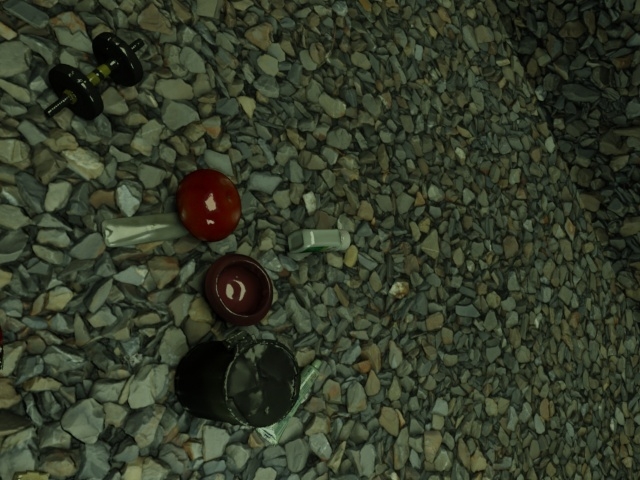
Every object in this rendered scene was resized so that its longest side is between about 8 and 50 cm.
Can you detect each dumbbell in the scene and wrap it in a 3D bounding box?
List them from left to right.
[{"bbox_3d":[-0.548,-0.405,1.352,0.143,0.143,0.325,47,58,-18],"label":"dumbbell"}]

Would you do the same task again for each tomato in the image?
[{"bbox_3d":[-0.289,-0.095,1.450,0.195,0.136,0.195,41,38,-43],"label":"tomato"}]

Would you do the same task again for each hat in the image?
[{"bbox_3d":[-0.223,0.135,1.493,0.206,0.089,0.205,11,69,-30],"label":"hat"}]

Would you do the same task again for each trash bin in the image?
[{"bbox_3d":[-0.203,0.341,1.330,0.203,0.302,0.252,-32,98,-35],"label":"trash bin"}]

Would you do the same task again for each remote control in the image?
[{"bbox_3d":[-0.437,-0.032,1.409,0.229,0.044,0.073,-9,88,-36],"label":"remote control"}]

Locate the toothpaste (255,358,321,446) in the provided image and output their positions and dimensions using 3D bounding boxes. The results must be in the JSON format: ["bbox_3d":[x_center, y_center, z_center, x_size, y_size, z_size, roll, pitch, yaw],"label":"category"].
[{"bbox_3d":[-0.077,0.445,1.552,0.268,0.047,0.069,-52,128,-28],"label":"toothpaste"}]

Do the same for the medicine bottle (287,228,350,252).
[{"bbox_3d":[0.000,0.000,1.656,0.183,0.119,0.069,-3,79,-37],"label":"medicine bottle"}]

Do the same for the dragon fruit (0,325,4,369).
[{"bbox_3d":[-0.733,0.195,1.082,0.189,0.182,0.182,-17,90,-37],"label":"dragon fruit"}]

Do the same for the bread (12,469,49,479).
[{"bbox_3d":[-0.602,0.561,1.130,0.077,0.105,0.152,20,70,-37],"label":"bread"}]
